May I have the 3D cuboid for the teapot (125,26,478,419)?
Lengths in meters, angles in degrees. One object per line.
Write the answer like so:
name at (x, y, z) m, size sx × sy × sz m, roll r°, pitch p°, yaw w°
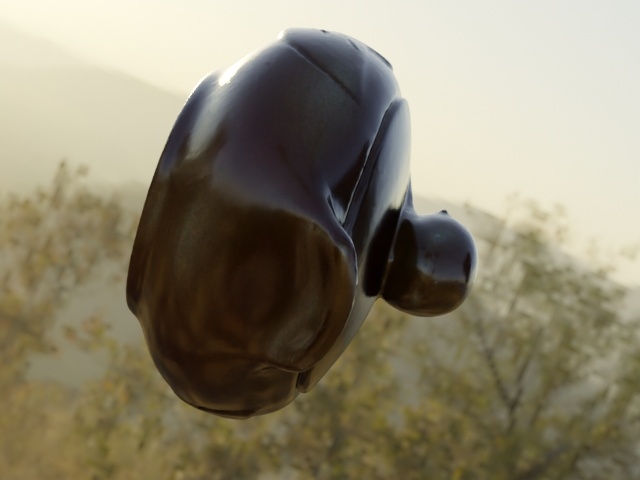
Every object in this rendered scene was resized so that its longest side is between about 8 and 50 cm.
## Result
teapot at (0.000, 0.000, 0.472) m, size 0.078 × 0.098 × 0.129 m, roll 18°, pitch 10°, yaw 4°
